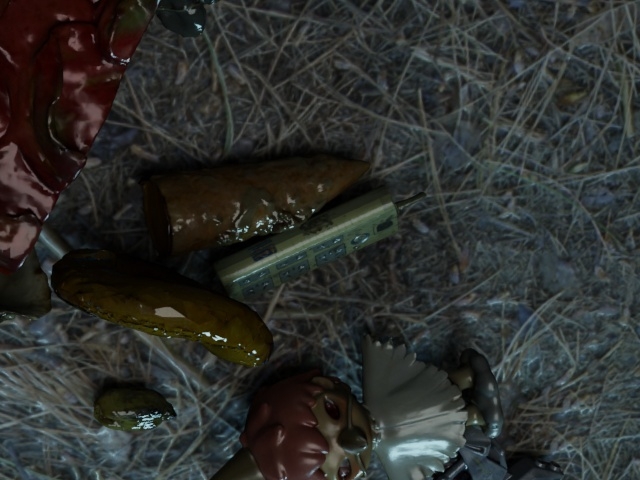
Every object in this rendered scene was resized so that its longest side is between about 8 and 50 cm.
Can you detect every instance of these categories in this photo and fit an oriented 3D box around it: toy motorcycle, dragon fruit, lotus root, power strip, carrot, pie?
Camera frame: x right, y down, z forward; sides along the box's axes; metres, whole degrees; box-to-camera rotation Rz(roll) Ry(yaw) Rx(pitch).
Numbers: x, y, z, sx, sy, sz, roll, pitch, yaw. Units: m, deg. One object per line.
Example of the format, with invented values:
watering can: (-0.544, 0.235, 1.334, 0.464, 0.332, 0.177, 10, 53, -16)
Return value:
toy motorcycle: (0.221, 0.289, 1.948, 0.215, 0.080, 0.122, 17, 111, -29)
dragon fruit: (-0.310, -0.172, 1.432, 0.329, 0.228, 0.286, -36, 119, 28)
lotus root: (-0.217, 0.197, 1.782, 0.099, 0.049, 0.054, 4, 134, -20)
power strip: (0.000, 0.000, 1.740, 0.268, 0.034, 0.092, -24, 159, -5)
carrot: (-0.068, -0.053, 1.688, 0.263, 0.102, 0.102, -16, 118, -16)
pie: (-0.168, 0.067, 1.622, 0.273, 0.273, 0.069, 23, 89, -25)

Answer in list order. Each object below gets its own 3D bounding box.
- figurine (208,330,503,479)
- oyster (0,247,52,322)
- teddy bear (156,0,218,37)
figurine: (0.023, 0.227, 1.806, 0.387, 0.166, 0.207, -13, 101, -14)
oyster: (-0.478, 0.018, 1.567, 0.396, 0.204, 0.111, 0, 149, -10)
teddy bear: (-0.102, -0.343, 1.502, 0.171, 0.144, 0.251, -41, 123, -43)
